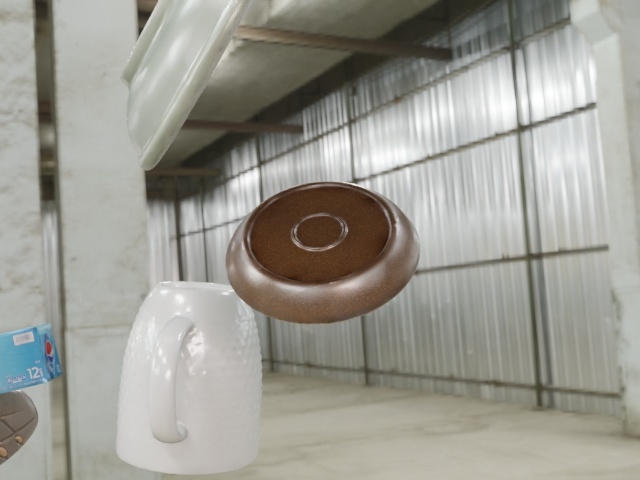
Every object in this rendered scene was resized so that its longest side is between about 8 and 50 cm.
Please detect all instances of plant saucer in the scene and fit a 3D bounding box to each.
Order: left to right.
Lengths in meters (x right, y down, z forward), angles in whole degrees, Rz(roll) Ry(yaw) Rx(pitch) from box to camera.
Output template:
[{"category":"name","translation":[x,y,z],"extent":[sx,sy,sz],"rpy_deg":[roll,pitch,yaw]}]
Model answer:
[{"category":"plant saucer","translation":[-0.189,-0.294,1.109],"extent":[0.100,0.401,0.400],"rpy_deg":[28,-15,-17]},{"category":"plant saucer","translation":[0.000,0.000,1.238],"extent":[0.310,0.311,0.050],"rpy_deg":[-5,-48,5]}]

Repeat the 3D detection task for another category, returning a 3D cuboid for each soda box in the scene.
[{"category":"soda box","translation":[-0.418,0.153,0.915],"extent":[0.210,0.067,0.071],"rpy_deg":[-12,0,-5]}]

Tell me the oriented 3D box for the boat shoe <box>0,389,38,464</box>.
[{"category":"boat shoe","translation":[-0.540,0.275,1.034],"extent":[0.324,0.123,0.116],"rpy_deg":[-19,11,-29]}]

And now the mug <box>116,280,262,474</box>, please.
[{"category":"mug","translation":[-0.251,0.252,1.490],"extent":[0.276,0.328,0.374],"rpy_deg":[4,1,4]}]
